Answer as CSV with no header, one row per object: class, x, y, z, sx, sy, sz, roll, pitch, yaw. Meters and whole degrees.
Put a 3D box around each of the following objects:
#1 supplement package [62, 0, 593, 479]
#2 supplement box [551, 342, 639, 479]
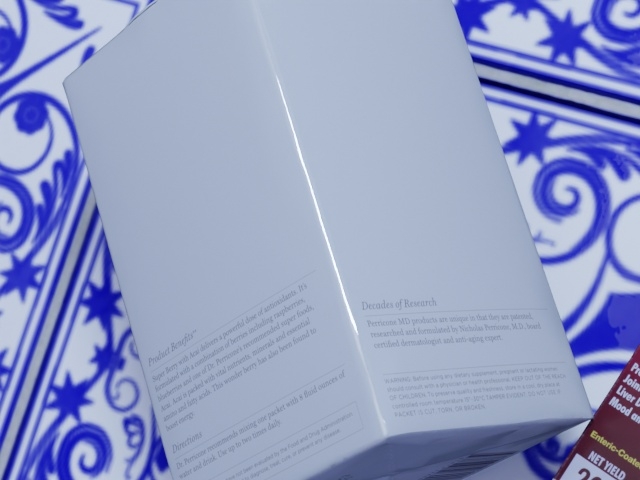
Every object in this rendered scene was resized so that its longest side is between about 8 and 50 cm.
supplement package,0.000,0.000,1.108,0.177,0.175,0.293,-32,68,42
supplement box,0.247,0.081,1.075,0.130,0.073,0.239,33,92,24
